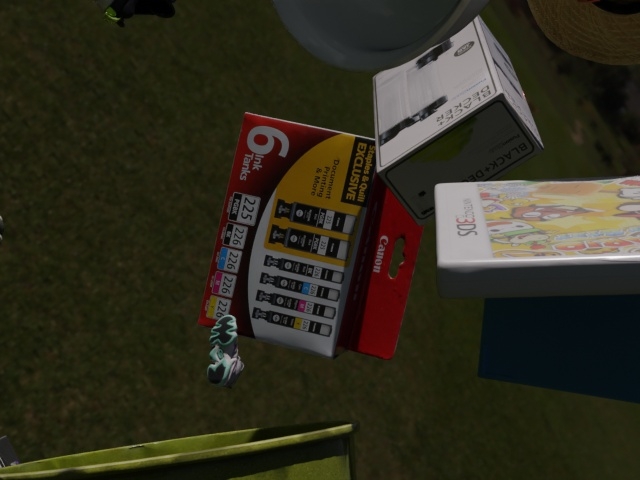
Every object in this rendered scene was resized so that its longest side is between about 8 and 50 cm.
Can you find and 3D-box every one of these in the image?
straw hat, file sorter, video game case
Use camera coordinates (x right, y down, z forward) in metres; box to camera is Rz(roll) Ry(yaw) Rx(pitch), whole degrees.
[{"bbox_3d":[0.223,-0.203,0.777,0.144,0.145,0.061,48,45,-37],"label":"straw hat"},{"bbox_3d":[0.220,0.049,0.803,0.104,0.170,0.118,-24,119,-67],"label":"file sorter"},{"bbox_3d":[0.185,-0.009,0.652,0.206,0.227,0.026,-70,158,-74],"label":"video game case"}]

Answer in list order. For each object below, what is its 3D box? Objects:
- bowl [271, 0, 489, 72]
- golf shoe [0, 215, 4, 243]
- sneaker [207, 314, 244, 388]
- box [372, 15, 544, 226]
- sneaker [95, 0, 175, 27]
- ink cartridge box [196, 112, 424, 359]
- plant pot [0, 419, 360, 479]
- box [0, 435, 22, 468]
[{"bbox_3d":[0.087,-0.310,1.015,0.134,0.298,0.297,-7,62,-45],"label":"bowl"},{"bbox_3d":[-0.702,-0.016,1.859,0.120,0.273,0.105,-122,-146,-68],"label":"golf shoe"},{"bbox_3d":[-0.125,0.155,1.438,0.069,0.038,0.098,39,60,-64],"label":"sneaker"},{"bbox_3d":[0.155,-0.156,1.257,0.087,0.169,0.290,50,21,-23],"label":"box"},{"bbox_3d":[-0.232,-0.360,1.497,0.235,0.084,0.097,-34,92,-41],"label":"sneaker"},{"bbox_3d":[0.000,0.000,1.490,0.130,0.272,0.309,6,96,-79],"label":"ink cartridge box"},{"bbox_3d":[-0.121,0.373,1.006,0.366,0.367,0.352,15,67,-71],"label":"plant pot"},{"bbox_3d":[-0.520,0.471,1.675,0.270,0.143,0.165,62,-5,3],"label":"box"}]
